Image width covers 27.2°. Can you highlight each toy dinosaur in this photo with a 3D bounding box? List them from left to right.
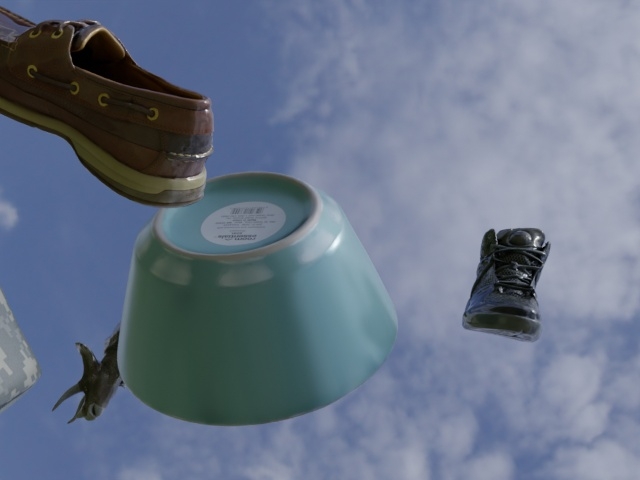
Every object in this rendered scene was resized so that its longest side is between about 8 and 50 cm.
[{"bbox_3d":[-0.225,0.129,1.797,0.160,0.313,0.121,-11,-76,30],"label":"toy dinosaur"}]

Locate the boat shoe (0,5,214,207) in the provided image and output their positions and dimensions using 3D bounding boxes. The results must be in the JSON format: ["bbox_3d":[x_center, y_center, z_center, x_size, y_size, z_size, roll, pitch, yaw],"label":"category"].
[{"bbox_3d":[-0.121,-0.084,0.663,0.178,0.064,0.060,33,-62,23],"label":"boat shoe"}]

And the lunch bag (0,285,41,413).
[{"bbox_3d":[-0.306,0.019,0.642,0.213,0.305,0.256,-19,-83,17],"label":"lunch bag"}]

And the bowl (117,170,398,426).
[{"bbox_3d":[-0.079,0.037,1.409,0.311,0.311,0.163,21,-48,40],"label":"bowl"}]

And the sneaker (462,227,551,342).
[{"bbox_3d":[0.212,0.047,1.492,0.087,0.227,0.130,12,-87,4],"label":"sneaker"}]
